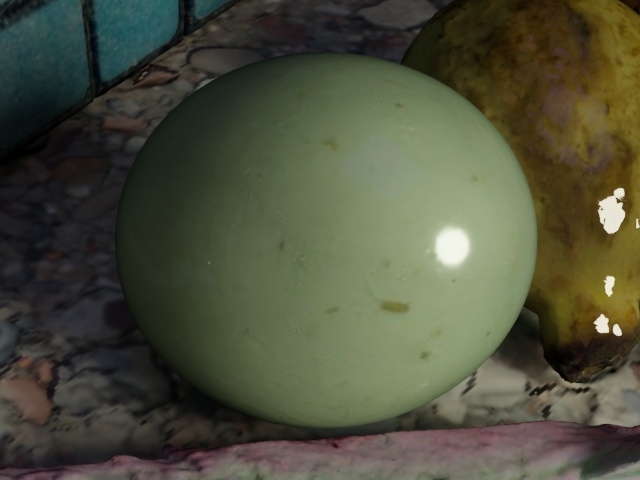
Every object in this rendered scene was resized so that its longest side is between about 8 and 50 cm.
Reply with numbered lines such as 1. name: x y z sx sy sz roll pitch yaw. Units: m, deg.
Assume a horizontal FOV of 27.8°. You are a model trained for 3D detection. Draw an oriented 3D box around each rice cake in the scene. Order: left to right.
1. rice cake: -0.004 0.094 0.483 0.290 0.081 0.051 -4 57 -7

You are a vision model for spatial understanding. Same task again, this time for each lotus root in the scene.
1. lotus root: 0.109 -0.038 0.601 0.138 0.138 0.214 -6 55 -10

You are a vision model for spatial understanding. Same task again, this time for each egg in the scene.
1. egg: 0.000 0.000 0.517 0.192 0.149 0.149 0 31 48

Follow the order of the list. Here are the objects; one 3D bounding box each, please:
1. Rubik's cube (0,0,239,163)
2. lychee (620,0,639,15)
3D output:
1. Rubik's cube: -0.245 -0.263 0.652 0.343 0.345 0.337 29 51 24
2. lychee: 0.223 -0.151 0.674 0.200 0.200 0.238 36 34 30
